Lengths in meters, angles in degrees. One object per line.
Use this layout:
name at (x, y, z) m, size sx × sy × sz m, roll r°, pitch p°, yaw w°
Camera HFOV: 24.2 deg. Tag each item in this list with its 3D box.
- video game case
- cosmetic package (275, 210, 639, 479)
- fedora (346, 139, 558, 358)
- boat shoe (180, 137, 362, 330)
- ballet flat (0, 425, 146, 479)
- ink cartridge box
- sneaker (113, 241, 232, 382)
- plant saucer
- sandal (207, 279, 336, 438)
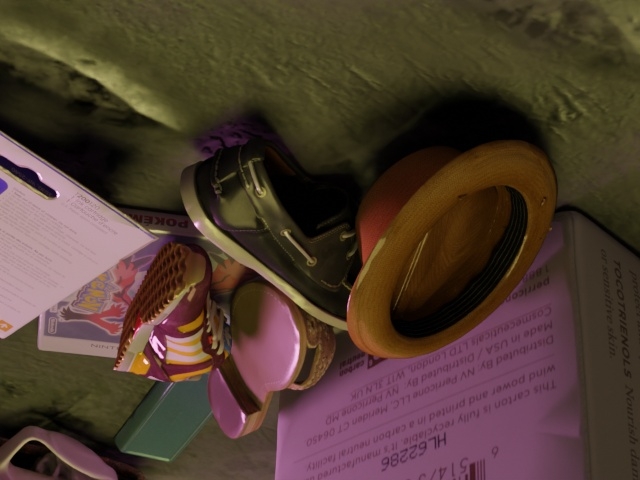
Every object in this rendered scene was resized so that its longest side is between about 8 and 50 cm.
video game case at (-0.137, 0.043, 1.227) m, size 0.183 × 0.023 × 0.201 m, roll 7°, pitch 144°, yaw -8°
cosmetic package at (0.205, 0.247, 1.245) m, size 0.329 × 0.327 × 0.394 m, roll -28°, pitch 134°, yaw 35°
fedora at (0.081, -0.005, 1.078) m, size 0.194 × 0.079 × 0.194 m, roll -24°, pitch 139°, yaw -23°
boat shoe at (0.000, 0.000, 1.114) m, size 0.079 × 0.084 × 0.233 m, roll -32°, pitch 135°, yaw 23°
ballet flat at (-0.322, 0.215, 1.413) m, size 0.348 × 0.123 × 0.123 m, roll 21°, pitch 140°, yaw -25°
ink cartridge box at (-0.253, -0.027, 1.093) m, size 0.206 × 0.045 × 0.208 m, roll 36°, pitch 135°, yaw -27°
sneaker at (-0.101, 0.059, 1.175) m, size 0.084 × 0.069 × 0.185 m, roll 15°, pitch 152°, yaw -16°
plant saucer at (-0.133, 0.160, 1.397) m, size 0.067 × 0.018 × 0.192 m, roll 16°, pitch 141°, yaw -20°
sandal at (-0.028, 0.087, 1.227) m, size 0.079 × 0.088 × 0.240 m, roll -21°, pitch 160°, yaw -27°
